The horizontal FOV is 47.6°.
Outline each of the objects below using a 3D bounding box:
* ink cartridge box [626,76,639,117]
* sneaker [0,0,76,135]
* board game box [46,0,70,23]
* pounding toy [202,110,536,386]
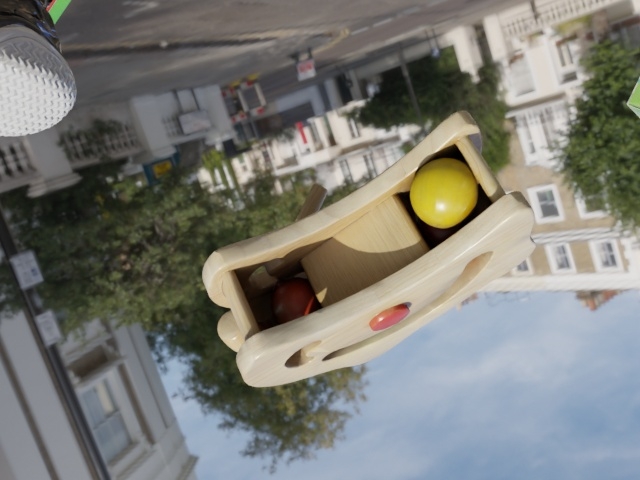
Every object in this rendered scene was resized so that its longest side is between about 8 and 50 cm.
[{"bbox_3d":[0.450,-0.231,0.855,0.062,0.209,0.109,29,-172,41],"label":"ink cartridge box"},{"bbox_3d":[-0.283,-0.175,0.458,0.101,0.153,0.269,-30,149,27],"label":"sneaker"},{"bbox_3d":[-0.438,-0.258,0.910,0.317,0.046,0.213,16,-106,43],"label":"board game box"},{"bbox_3d":[0.000,0.000,0.504,0.270,0.154,0.154,-38,154,24],"label":"pounding toy"}]
